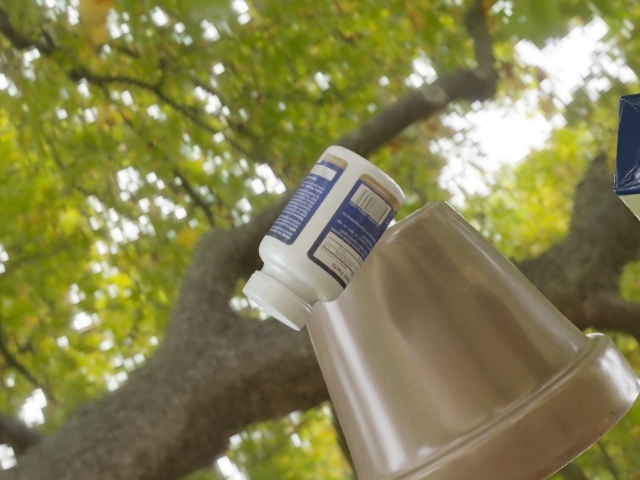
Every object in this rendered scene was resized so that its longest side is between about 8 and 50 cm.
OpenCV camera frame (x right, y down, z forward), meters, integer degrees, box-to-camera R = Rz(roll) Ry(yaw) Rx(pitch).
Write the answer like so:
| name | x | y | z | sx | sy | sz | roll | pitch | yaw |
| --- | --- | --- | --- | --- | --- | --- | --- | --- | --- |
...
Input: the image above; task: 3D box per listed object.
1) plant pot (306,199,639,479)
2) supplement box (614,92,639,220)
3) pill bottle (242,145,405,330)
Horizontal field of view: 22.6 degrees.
| name | x | y | z | sx | sy | sz | roll | pitch | yaw |
| --- | --- | --- | --- | --- | --- | --- | --- | --- | --- |
| plant pot | 0.103 | 0.095 | 1.353 | 0.263 | 0.229 | 0.263 | -31 | 0 | 0 |
| supplement box | 0.266 | -0.059 | 1.219 | 0.056 | 0.083 | 0.083 | -6 | -28 | 31 |
| pill bottle | 0.000 | 0.000 | 1.110 | 0.120 | 0.067 | 0.067 | -55 | -42 | -8 |
